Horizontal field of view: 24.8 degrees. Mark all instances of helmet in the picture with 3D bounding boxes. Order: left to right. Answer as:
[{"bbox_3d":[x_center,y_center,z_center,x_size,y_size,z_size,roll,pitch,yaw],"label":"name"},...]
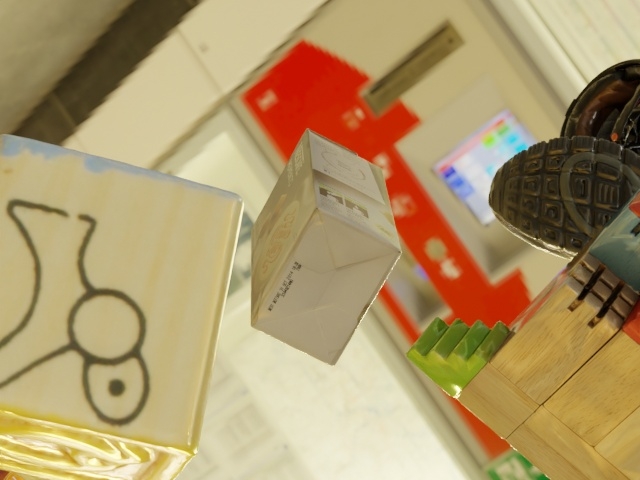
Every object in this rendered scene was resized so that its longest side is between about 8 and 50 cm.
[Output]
[{"bbox_3d":[0.323,-0.078,1.360,0.169,0.161,0.169,-42,-150,32],"label":"helmet"}]

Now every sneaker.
[{"bbox_3d":[0.279,-0.003,1.203,0.130,0.286,0.109,75,30,-66],"label":"sneaker"}]

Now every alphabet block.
[{"bbox_3d":[-0.178,0.064,1.073,0.193,0.192,0.197,124,-22,-65],"label":"alphabet block"}]

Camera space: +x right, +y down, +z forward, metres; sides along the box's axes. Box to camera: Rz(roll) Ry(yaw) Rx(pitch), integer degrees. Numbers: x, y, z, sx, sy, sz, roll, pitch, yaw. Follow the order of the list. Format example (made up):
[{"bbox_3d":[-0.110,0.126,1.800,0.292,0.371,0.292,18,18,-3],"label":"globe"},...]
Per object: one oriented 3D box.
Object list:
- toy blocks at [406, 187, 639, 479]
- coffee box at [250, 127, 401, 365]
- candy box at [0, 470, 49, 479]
[{"bbox_3d":[0.286,0.107,1.002,0.191,0.381,0.261,-44,172,-49],"label":"toy blocks"},{"bbox_3d":[0.000,0.000,1.475,0.141,0.098,0.246,-59,-167,19],"label":"coffee box"},{"bbox_3d":[-0.408,0.329,1.527,0.183,0.087,0.316,-52,-169,-35],"label":"candy box"}]
